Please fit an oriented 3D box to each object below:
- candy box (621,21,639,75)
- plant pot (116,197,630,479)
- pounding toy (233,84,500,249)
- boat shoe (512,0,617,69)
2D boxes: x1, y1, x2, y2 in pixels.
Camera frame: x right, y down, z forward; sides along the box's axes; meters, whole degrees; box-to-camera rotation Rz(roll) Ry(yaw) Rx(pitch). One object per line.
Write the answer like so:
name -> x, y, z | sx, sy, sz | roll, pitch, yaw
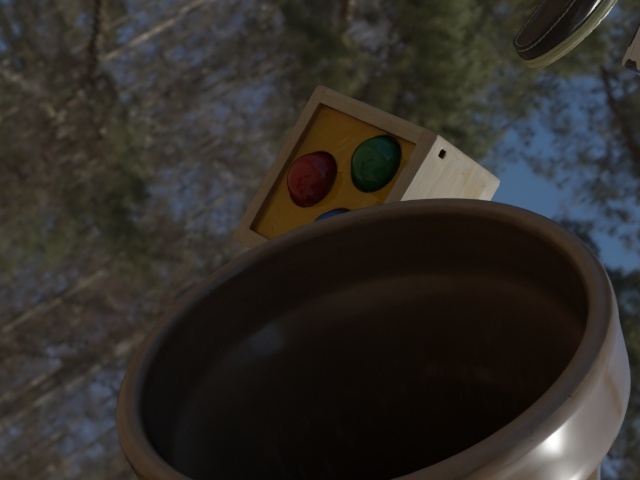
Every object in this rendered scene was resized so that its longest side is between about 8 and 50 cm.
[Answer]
candy box -> 0.273, -0.085, 0.852 | 0.164, 0.070, 0.196 | 22, 8, -9
plant pot -> 0.047, 0.139, 0.854 | 0.263, 0.263, 0.229 | 17, -45, 45
pounding toy -> -0.009, 0.002, 1.119 | 0.181, 0.206, 0.094 | 28, -2, 45
boat shoe -> 0.242, -0.253, 1.407 | 0.073, 0.223, 0.080 | 36, 18, -21
